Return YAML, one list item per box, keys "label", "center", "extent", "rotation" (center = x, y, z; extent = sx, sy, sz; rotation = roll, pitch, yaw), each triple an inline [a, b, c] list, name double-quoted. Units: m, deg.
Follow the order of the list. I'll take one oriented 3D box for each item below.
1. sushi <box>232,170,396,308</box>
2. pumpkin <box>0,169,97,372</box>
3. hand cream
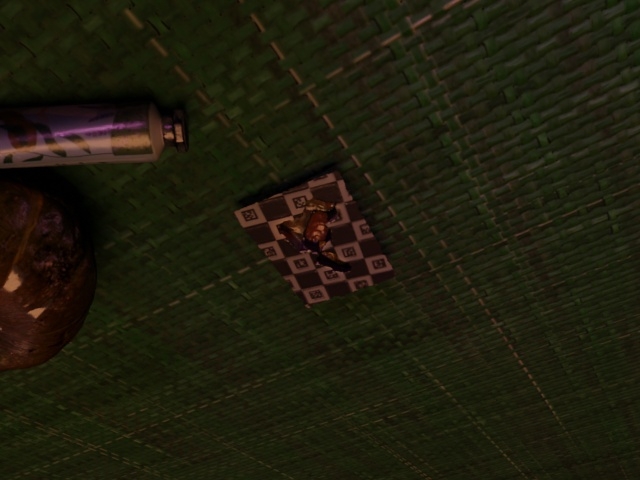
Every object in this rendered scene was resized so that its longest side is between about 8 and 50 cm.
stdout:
- label: "sushi"
  center: [0.000, 0.000, 0.663]
  extent: [0.139, 0.031, 0.201]
  rotation: [-20, 131, 16]
- label: "pumpkin"
  center: [-0.365, 0.046, 0.546]
  extent: [0.260, 0.189, 0.260]
  rotation: [-15, 138, -13]
- label: "hand cream"
  center: [-0.266, -0.098, 0.502]
  extent: [0.271, 0.091, 0.058]
  rotation: [-4, 141, -6]
